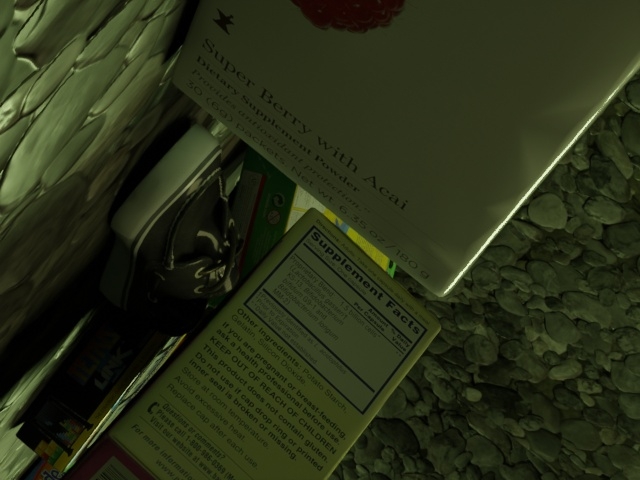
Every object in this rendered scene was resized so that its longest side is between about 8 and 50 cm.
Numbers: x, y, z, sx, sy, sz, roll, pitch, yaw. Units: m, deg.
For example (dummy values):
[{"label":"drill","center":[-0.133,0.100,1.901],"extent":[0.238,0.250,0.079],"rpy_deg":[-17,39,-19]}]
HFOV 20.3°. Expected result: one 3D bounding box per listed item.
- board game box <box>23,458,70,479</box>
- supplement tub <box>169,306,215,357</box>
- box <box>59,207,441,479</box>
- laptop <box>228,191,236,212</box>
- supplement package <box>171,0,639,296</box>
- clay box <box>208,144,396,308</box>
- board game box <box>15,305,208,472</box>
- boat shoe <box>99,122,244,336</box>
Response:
[{"label":"board game box","center":[-0.248,0.240,1.628],"extent":[0.160,0.047,0.210],"rpy_deg":[-50,176,-27]},{"label":"supplement tub","center":[-0.072,0.146,1.717],"extent":[0.193,0.193,0.316],"rpy_deg":[-52,177,6]},{"label":"box","center":[-0.070,0.132,1.143],"extent":[0.243,0.117,0.213],"rpy_deg":[-48,-179,-43]},{"label":"laptop","center":[0.019,-0.031,1.521],"extent":[0.264,0.136,0.234],"rpy_deg":[-52,177,20]},{"label":"supplement package","center":[0.076,-0.139,0.770],"extent":[0.175,0.177,0.293],"rpy_deg":[-49,176,-28]},{"label":"clay box","center":[0.000,0.000,1.362],"extent":[0.222,0.053,0.127],"rpy_deg":[11,94,-66]},{"label":"board game box","center":[-0.144,0.083,1.333],"extent":[0.170,0.048,0.141],"rpy_deg":[-52,179,5]},{"label":"boat shoe","center":[-0.082,0.006,1.076],"extent":[0.080,0.076,0.228],"rpy_deg":[-49,177,-27]}]
